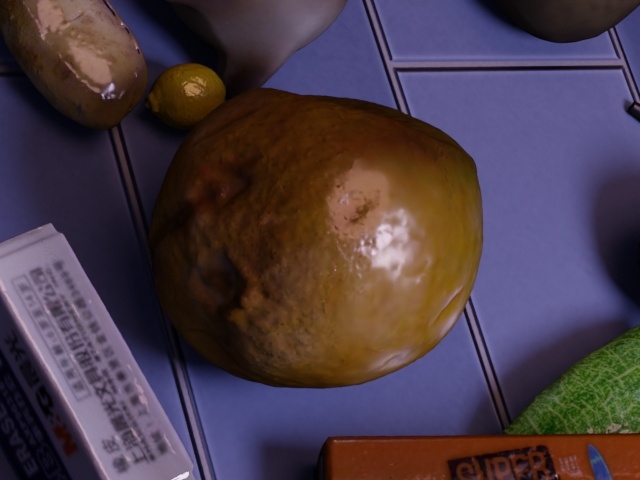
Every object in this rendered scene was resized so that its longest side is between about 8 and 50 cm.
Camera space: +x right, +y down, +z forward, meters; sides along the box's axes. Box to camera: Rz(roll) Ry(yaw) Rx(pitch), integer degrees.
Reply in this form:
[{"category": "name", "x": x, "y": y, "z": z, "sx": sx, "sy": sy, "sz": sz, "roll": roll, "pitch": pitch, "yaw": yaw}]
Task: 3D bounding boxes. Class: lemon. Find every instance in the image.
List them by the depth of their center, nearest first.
[{"category": "lemon", "x": -0.123, "y": -0.131, "z": 1.576, "sx": 0.083, "sy": 0.062, "sz": 0.062, "roll": -14, "pitch": 74, "yaw": -27}]

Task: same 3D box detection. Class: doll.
[{"category": "doll", "x": -0.043, "y": -0.343, "z": 1.645, "sx": 0.215, "sy": 0.226, "sz": 0.370, "roll": 62, "pitch": 23, "yaw": -55}]

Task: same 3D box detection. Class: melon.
[{"category": "melon", "x": 0.280, "y": 0.199, "z": 1.627, "sx": 0.323, "sy": 0.124, "sz": 0.196, "roll": -18, "pitch": 69, "yaw": -39}]

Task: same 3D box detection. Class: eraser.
[{"category": "eraser", "x": -0.193, "y": 0.136, "z": 1.351, "sx": 0.081, "sy": 0.124, "sz": 0.279, "roll": -25, "pitch": 82, "yaw": -39}]

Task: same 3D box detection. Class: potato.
[{"category": "potato", "x": -0.223, "y": -0.176, "z": 1.523, "sx": 0.170, "sy": 0.080, "sz": 0.107, "roll": 48, "pitch": 58, "yaw": 1}]

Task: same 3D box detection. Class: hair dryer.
[{"category": "hair dryer", "x": 0.387, "y": -0.145, "z": 1.943, "sx": 0.079, "sy": 0.031, "sz": 0.083, "roll": 32, "pitch": 39, "yaw": -4}]

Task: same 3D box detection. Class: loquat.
[{"category": "loquat", "x": 0.000, "y": 0.000, "z": 1.474, "sx": 0.276, "sy": 0.276, "sz": 0.284, "roll": 62, "pitch": 26, "yaw": 9}]

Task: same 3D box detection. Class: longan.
[{"category": "longan", "x": 0.271, "y": -0.331, "z": 1.848, "sx": 0.246, "sy": 0.215, "sz": 0.246, "roll": -18, "pitch": 117, "yaw": -39}]

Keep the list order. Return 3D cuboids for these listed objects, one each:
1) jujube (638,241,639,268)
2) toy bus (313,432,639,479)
[{"category": "jujube", "x": 0.447, "y": 0.030, "z": 1.790, "sx": 0.255, "sy": 0.190, "sz": 0.190, "roll": 28, "pitch": 52, "yaw": -38}, {"category": "toy bus", "x": 0.200, "y": 0.217, "z": 1.490, "sx": 0.409, "sy": 0.092, "sz": 0.093, "roll": -1, "pitch": 64, "yaw": -5}]
